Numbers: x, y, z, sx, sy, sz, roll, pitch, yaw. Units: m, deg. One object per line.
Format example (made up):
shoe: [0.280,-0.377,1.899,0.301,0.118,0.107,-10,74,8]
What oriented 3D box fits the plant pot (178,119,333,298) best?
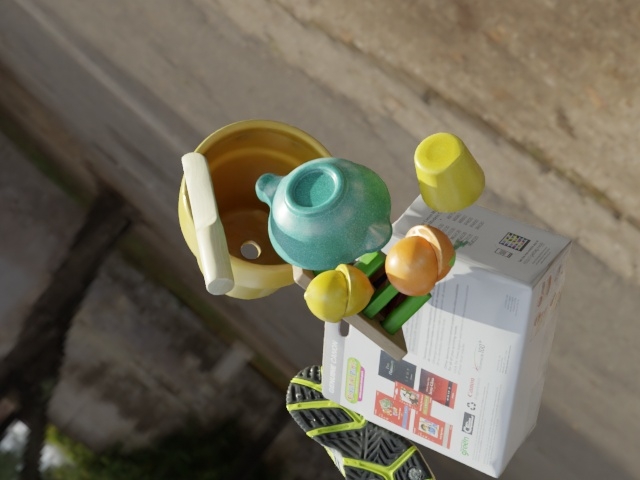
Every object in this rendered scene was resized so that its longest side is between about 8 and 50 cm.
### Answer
plant pot: [-0.100,-0.025,2.250,0.254,0.254,0.239,39,156,8]

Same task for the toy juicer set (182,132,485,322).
toy juicer set: [0.000,0.000,1.480,0.329,0.209,0.089,-3,147,19]

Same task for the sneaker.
sneaker: [0.100,0.372,2.478,0.384,0.145,0.147,53,-173,25]

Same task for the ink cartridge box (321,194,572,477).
ink cartridge box: [0.152,0.106,1.836,0.272,0.130,0.309,22,128,22]

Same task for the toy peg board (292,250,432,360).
toy peg board: [0.051,0.031,1.652,0.161,0.079,0.160,39,-163,-19]
